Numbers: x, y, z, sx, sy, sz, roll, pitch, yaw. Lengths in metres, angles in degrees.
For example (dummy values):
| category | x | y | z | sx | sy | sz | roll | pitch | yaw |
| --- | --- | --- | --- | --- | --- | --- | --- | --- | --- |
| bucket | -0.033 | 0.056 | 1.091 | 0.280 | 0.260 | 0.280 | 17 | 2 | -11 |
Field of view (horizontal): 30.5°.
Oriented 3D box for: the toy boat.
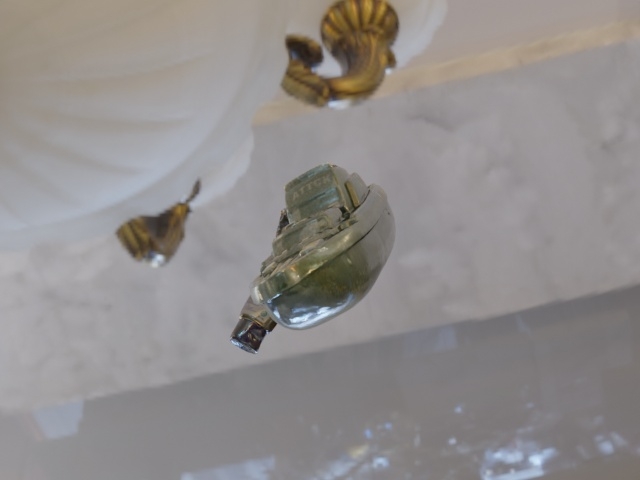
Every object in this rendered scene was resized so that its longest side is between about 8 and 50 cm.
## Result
| category | x | y | z | sx | sy | sz | roll | pitch | yaw |
| --- | --- | --- | --- | --- | --- | --- | --- | --- | --- |
| toy boat | 0.000 | 0.000 | 0.771 | 0.078 | 0.260 | 0.085 | -28 | -85 | 15 |

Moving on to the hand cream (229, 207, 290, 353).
| category | x | y | z | sx | sy | sz | roll | pitch | yaw |
| --- | --- | --- | --- | --- | --- | --- | --- | --- | --- |
| hand cream | -0.048 | 0.043 | 1.258 | 0.062 | 0.163 | 0.039 | 12 | -20 | 43 |
